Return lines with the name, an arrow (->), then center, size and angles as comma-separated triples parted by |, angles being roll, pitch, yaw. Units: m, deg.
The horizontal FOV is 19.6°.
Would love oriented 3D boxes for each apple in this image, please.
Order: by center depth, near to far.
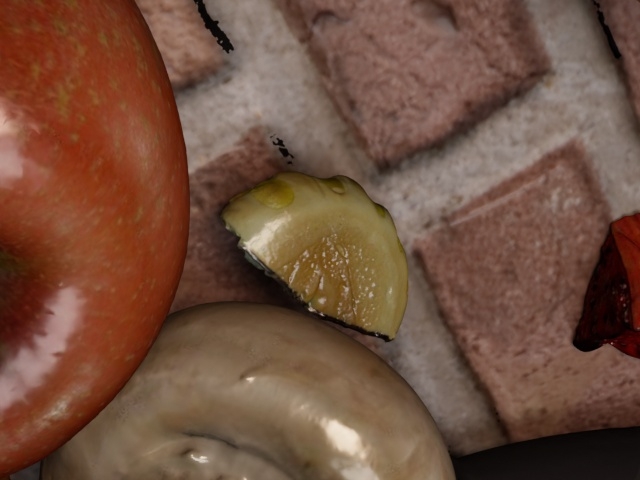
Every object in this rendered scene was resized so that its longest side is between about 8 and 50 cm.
apple -> -0.237, -0.033, 1.025 | 0.348, 0.277, 0.349 | -10, 122, -16

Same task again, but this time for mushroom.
mushroom -> -0.059, 0.197, 1.204 | 0.297, 0.290, 0.298 | 7, 113, 16

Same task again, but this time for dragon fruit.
dragon fruit -> 0.294, 0.068, 1.409 | 0.192, 0.092, 0.122 | 16, 112, -29

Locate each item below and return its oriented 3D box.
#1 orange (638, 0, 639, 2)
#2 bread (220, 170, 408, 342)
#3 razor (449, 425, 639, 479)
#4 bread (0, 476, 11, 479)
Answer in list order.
orange -> 0.287, -0.310, 1.046 | 0.424, 0.326, 0.424 | -16, 117, -33
bread -> 0.000, 0.000, 1.258 | 0.157, 0.083, 0.094 | 17, 109, -31
razor -> 0.199, 0.244, 1.462 | 0.349, 0.113, 0.204 | -1, 118, -19
bread -> -0.231, 0.192, 1.278 | 0.049, 0.088, 0.226 | -20, 123, -12
